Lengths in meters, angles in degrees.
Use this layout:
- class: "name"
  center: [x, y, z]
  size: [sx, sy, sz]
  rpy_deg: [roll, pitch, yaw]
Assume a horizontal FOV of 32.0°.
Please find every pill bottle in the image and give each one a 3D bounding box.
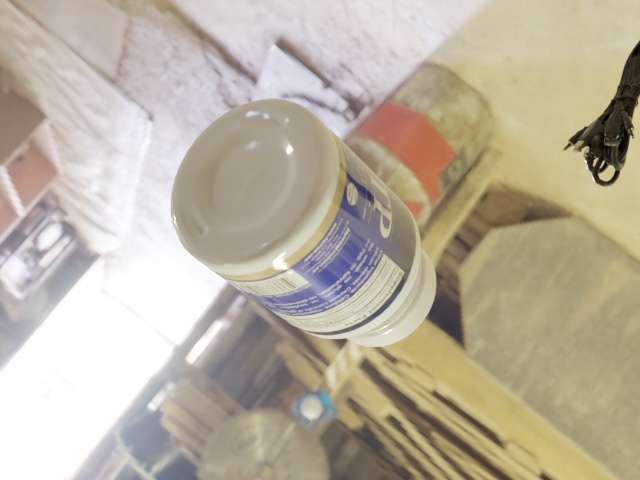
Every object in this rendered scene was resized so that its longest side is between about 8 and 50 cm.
- class: "pill bottle"
  center: [0.000, 0.000, 0.713]
  size: [0.112, 0.112, 0.186]
  rpy_deg: [24, 171, 36]

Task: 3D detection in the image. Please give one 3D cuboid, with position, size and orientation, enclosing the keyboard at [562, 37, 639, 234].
- class: "keyboard"
  center: [0.301, -0.111, 0.797]
  size: [0.201, 0.317, 0.033]
  rpy_deg: [12, 148, 33]
